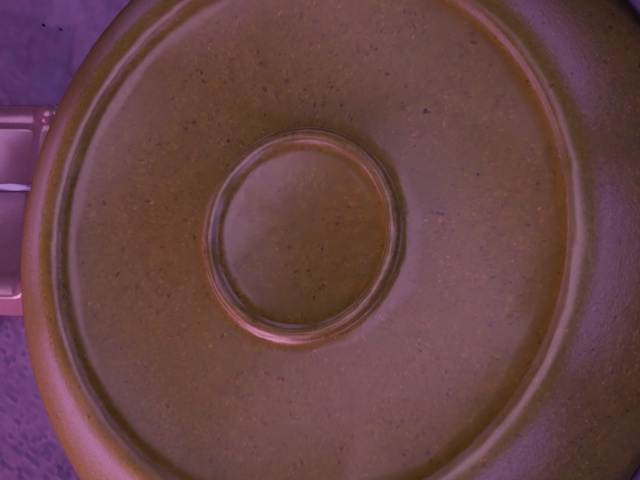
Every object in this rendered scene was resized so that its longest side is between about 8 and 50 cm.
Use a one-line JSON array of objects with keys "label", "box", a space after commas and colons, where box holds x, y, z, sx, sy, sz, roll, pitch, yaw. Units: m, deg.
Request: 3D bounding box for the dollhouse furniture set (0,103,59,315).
[{"label": "dollhouse furniture set", "box": [-0.160, -0.007, 0.736, 0.151, 0.058, 0.076, 1, 75, 10]}]

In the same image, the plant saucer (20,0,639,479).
[{"label": "plant saucer", "box": [0.000, 0.000, 0.624, 0.241, 0.037, 0.241, -4, 80, 23]}]
